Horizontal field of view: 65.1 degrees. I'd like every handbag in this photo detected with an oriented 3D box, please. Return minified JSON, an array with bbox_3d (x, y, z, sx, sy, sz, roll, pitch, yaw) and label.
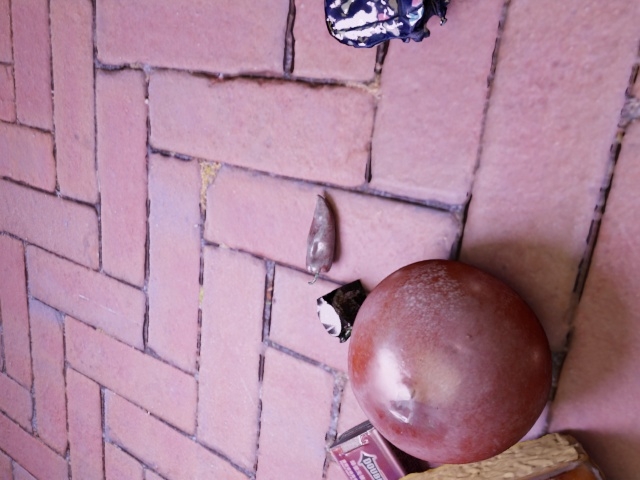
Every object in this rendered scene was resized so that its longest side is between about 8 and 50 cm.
[{"bbox_3d":[0.085,-0.392,0.665,0.162,0.113,0.260,2,103,39],"label":"handbag"}]

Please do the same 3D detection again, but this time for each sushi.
[{"bbox_3d":[0.040,0.119,0.821,0.056,0.083,0.084,-28,84,33],"label":"sushi"}]

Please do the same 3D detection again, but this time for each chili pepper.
[{"bbox_3d":[0.000,0.000,0.847,0.050,0.041,0.153,5,87,11],"label":"chili pepper"}]

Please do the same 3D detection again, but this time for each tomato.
[{"bbox_3d":[0.161,0.164,0.669,0.270,0.227,0.270,10,108,32],"label":"tomato"}]

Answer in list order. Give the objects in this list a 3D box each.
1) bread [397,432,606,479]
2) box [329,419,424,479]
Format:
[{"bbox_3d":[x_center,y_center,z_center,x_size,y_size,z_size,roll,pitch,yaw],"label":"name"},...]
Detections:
[{"bbox_3d":[0.271,0.467,0.680,0.324,0.143,0.333,-27,86,16],"label":"bread"},{"bbox_3d":[0.123,0.416,0.843,0.120,0.069,0.224,-41,78,31],"label":"box"}]
